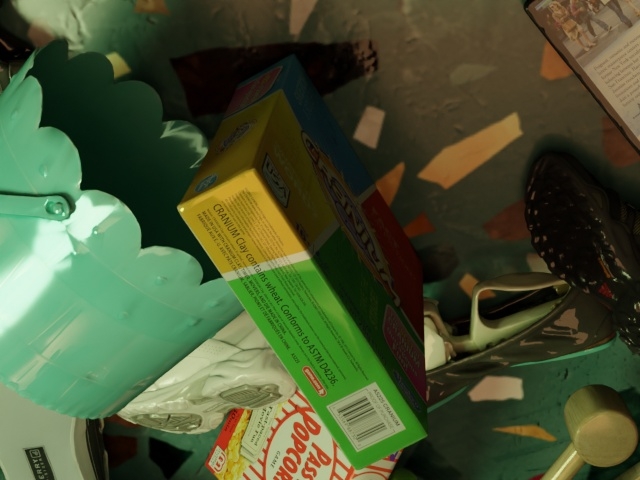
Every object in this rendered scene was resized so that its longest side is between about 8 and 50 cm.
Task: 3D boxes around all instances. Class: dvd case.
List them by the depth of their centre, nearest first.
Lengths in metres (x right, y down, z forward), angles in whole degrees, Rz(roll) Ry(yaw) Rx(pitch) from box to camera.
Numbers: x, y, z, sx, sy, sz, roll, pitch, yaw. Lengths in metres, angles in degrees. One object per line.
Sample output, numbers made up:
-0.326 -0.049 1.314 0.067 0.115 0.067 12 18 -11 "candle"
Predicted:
0.321 -0.161 1.051 0.180 0.022 0.253 -38 100 18 "dvd case"

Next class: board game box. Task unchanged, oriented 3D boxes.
0.000 0.000 0.998 0.064 0.316 0.242 -28 109 15 "board game box"
-0.017 0.196 1.137 0.045 0.193 0.147 20 98 -39 "board game box"

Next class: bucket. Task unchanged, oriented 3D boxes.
-0.184 -0.005 0.992 0.183 0.281 0.281 -42 104 14 "bucket"

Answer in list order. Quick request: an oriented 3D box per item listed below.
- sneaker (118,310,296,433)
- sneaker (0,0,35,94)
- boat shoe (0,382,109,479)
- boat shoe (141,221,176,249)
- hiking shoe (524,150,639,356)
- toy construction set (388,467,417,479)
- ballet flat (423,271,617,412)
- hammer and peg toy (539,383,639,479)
-0.113 0.117 1.188 0.232 0.115 0.090 -19 145 34 "sneaker"
-0.283 -0.119 1.099 0.106 0.078 0.234 -19 108 15 "sneaker"
-0.262 0.167 1.206 0.113 0.105 0.306 -10 117 6 "boat shoe"
-0.141 0.009 1.149 0.183 0.066 0.066 9 112 1 "boat shoe"
0.274 0.011 1.091 0.227 0.114 0.086 56 136 21 "hiking shoe"
0.082 0.359 1.201 0.308 0.257 0.237 23 112 -30 "toy construction set"
0.138 0.088 1.148 0.280 0.095 0.096 -22 111 3 "ballet flat"
0.314 0.295 1.199 0.266 0.127 0.361 -41 106 20 "hammer and peg toy"
